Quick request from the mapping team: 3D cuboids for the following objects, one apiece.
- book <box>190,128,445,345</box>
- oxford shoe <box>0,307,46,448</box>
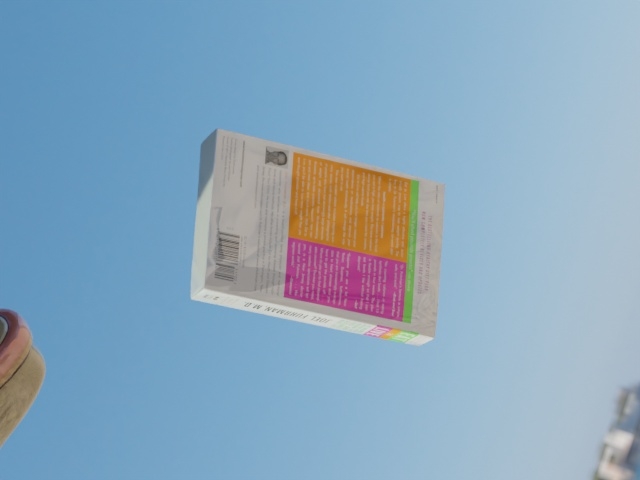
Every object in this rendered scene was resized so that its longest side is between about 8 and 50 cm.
[{"bbox_3d":[0.000,0.000,0.878,0.035,0.144,0.096,-35,47,55],"label":"book"},{"bbox_3d":[-0.305,0.220,1.065,0.397,0.146,0.140,-48,26,4],"label":"oxford shoe"}]
